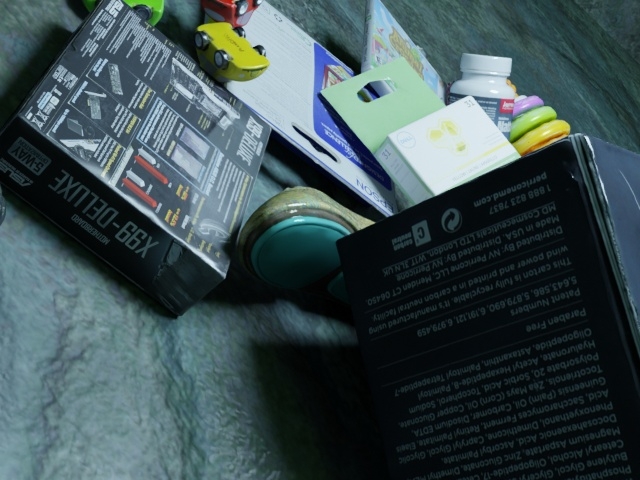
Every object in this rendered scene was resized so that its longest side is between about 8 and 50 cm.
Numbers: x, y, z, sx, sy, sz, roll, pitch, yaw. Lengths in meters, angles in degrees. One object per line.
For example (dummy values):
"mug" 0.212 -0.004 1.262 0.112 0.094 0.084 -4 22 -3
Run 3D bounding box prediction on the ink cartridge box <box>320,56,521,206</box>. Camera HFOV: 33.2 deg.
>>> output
"ink cartridge box" 0.136 -0.152 1.429 0.171 0.056 0.235 -28 75 -36

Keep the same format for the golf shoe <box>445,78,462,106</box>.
"golf shoe" 0.250 -0.217 1.899 0.186 0.067 0.086 -99 171 -52

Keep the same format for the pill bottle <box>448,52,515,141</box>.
"pill bottle" 0.259 -0.209 1.744 0.107 0.180 0.108 5 11 -1

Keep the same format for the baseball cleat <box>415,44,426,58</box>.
"baseball cleat" 0.149 -0.254 1.797 0.109 0.072 0.206 57 30 -16

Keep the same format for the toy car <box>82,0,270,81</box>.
"toy car" -0.174 -0.263 1.281 0.224 0.053 0.239 9 38 -11

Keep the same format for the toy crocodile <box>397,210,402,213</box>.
"toy crocodile" 0.178 0.108 1.360 0.115 0.105 0.341 -1 60 -54

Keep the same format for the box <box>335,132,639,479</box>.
"box" 0.308 0.189 1.115 0.479 0.297 0.472 8 63 -51

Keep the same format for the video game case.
"video game case" 0.134 -0.250 1.663 0.212 0.023 0.193 45 33 -33

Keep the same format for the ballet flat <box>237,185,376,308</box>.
"ballet flat" 0.000 0.000 1.180 0.348 0.123 0.123 27 34 -57

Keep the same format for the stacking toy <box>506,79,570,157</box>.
"stacking toy" 0.358 -0.188 1.855 0.302 0.175 0.165 61 23 12

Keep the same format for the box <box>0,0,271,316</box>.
"box" -0.182 -0.101 1.106 0.242 0.076 0.307 39 30 -19

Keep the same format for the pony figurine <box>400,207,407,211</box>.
"pony figurine" 0.333 -0.003 1.577 0.351 0.303 0.363 25 22 26

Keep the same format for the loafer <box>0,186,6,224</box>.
"loafer" -0.332 -0.097 0.885 0.078 0.076 0.223 5 54 -63

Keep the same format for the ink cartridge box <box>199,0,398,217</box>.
"ink cartridge box" -0.028 -0.178 1.436 0.303 0.072 0.307 36 33 -27
